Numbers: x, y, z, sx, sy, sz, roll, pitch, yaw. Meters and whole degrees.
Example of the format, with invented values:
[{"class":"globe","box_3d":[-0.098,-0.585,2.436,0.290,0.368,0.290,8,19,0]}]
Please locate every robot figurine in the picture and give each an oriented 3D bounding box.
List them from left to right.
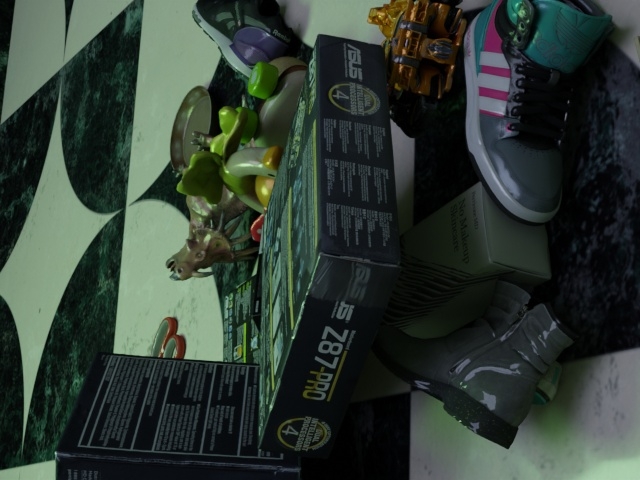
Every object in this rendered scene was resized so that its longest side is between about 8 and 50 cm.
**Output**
[{"class":"robot figurine","box_3d":[0.110,-0.238,1.521,0.291,0.085,0.211,-143,65,-80]}]

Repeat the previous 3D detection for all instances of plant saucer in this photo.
[{"class":"plant saucer","box_3d":[-0.230,-0.201,2.200,0.168,0.029,0.168,-29,55,53]}]

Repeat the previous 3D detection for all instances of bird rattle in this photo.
[{"class":"bird rattle","box_3d":[-0.067,-0.061,1.673,0.207,0.253,0.143,-3,47,52]}]

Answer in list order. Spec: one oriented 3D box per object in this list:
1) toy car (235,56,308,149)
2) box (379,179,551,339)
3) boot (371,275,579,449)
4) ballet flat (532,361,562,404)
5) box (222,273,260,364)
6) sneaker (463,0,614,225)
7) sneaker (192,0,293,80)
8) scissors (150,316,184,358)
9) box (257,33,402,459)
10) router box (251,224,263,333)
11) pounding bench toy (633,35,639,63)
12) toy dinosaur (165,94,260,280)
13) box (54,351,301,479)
[{"class":"toy car","box_3d":[-0.056,-0.218,1.808,0.149,0.155,0.188,-63,24,23]},{"class":"box","box_3d":[0.146,0.040,1.421,0.275,0.094,0.113,-39,46,48]},{"class":"boot","box_3d":[0.169,0.108,1.303,0.246,0.083,0.161,32,91,51]},{"class":"ballet flat","box_3d":[0.207,0.155,1.336,0.168,0.057,0.052,-4,48,55]},{"class":"box","box_3d":[-0.091,0.145,1.832,0.184,0.045,0.191,-31,53,48]},{"class":"sneaker","box_3d":[0.249,-0.179,1.312,0.178,0.124,0.295,129,142,-53]},{"class":"sneaker","box_3d":[-0.121,-0.372,2.037,0.124,0.107,0.283,-52,41,13]},{"class":"scissors","box_3d":[-0.305,0.285,2.166,0.109,0.021,0.297,39,114,54]},{"class":"box","box_3d":[0.000,0.000,1.382,0.395,0.097,0.318,-91,13,-48]},{"class":"router box","box_3d":[-0.047,0.080,1.624,0.046,0.133,0.179,-10,41,13]},{"class":"pounding bench toy","box_3d":[0.360,-0.178,1.183,0.065,0.052,0.083,-38,49,47]},{"class":"toy dinosaur","box_3d":[-0.142,-0.074,1.925,0.296,0.127,0.200,-58,39,15]},{"class":"box","box_3d":[-0.173,0.291,1.557,0.296,0.294,0.183,-90,4,-71]}]
